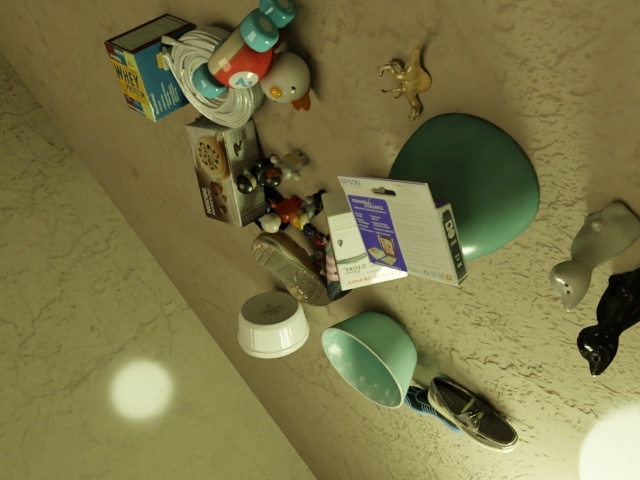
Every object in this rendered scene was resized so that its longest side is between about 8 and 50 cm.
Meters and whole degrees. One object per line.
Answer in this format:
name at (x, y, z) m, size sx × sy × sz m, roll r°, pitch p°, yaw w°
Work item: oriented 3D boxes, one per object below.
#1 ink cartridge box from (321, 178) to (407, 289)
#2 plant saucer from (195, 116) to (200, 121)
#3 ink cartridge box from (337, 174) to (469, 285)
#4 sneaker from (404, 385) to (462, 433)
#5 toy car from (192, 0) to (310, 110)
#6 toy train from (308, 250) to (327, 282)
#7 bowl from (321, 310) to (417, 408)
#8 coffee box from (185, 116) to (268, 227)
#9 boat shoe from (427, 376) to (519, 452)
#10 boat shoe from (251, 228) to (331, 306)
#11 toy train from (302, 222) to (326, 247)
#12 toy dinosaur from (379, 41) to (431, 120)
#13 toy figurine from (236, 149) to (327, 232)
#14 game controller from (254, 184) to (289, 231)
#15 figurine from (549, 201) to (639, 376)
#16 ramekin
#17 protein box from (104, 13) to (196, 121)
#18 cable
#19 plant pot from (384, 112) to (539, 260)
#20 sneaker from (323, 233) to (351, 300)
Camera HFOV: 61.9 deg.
ink cartridge box at (0.109, -0.009, 1.267) m, size 0.100 × 0.172 × 0.237 m, roll -103°, pitch 1°, yaw -50°
plant saucer at (-0.365, -0.288, 1.679) m, size 0.199 × 0.036 × 0.198 m, roll 174°, pitch 90°, yaw -75°
ink cartridge box at (0.143, -0.030, 0.938) m, size 0.206 × 0.045 × 0.208 m, roll 14°, pitch 137°, yaw 47°
sneaker at (0.358, 0.503, 1.652) m, size 0.232 × 0.081 × 0.090 m, roll 22°, pitch 139°, yaw 29°
toy car at (-0.105, -0.362, 1.157) m, size 0.238 × 0.210 × 0.219 m, roll 42°, pitch 135°, yaw -22°
toy train at (0.019, 0.100, 1.677) m, size 0.125 × 0.046 × 0.166 m, roll -19°, pitch 106°, yaw 46°
bowl at (0.170, 0.337, 1.622) m, size 0.312 × 0.163 × 0.311 m, roll 34°, pitch 147°, yaw 26°
coffee box at (-0.271, -0.204, 1.568) m, size 0.168 × 0.119 × 0.296 m, roll 17°, pitch 127°, yaw 35°
boat shoe at (0.424, 0.487, 1.513) m, size 0.285 × 0.103 × 0.092 m, roll 32°, pitch 152°, yaw 40°
boat shoe at (-0.068, 0.074, 1.615) m, size 0.123 × 0.116 × 0.324 m, roll -24°, pitch 122°, yaw 32°
toy train at (0.000, 0.000, 1.587) m, size 0.158 × 0.036 × 0.027 m, roll 39°, pitch 149°, yaw 19°
toy dinosaur at (0.163, -0.311, 0.998) m, size 0.093 × 0.053 × 0.183 m, roll 19°, pitch 149°, yaw 19°
toy figurine at (-0.106, -0.130, 1.465) m, size 0.210 × 0.148 × 0.212 m, roll 2°, pitch 125°, yaw 54°
game controller at (-0.220, -0.149, 1.685) m, size 0.319 × 0.067 × 0.166 m, roll 46°, pitch 151°, yaw 4°
figurine at (0.456, 0.078, 0.868) m, size 0.092 × 0.209 × 0.214 m, roll -5°, pitch 121°, yaw 56°
ramekin at (-0.180, 0.297, 1.971) m, size 0.273 × 0.273 × 0.127 m, roll 22°, pitch 128°, yaw 40°
protein box at (-0.437, -0.473, 1.461) m, size 0.136 × 0.201 × 0.199 m, roll 31°, pitch 146°, yaw 31°
cable at (-0.263, -0.417, 1.372) m, size 0.257 × 0.089 × 0.257 m, roll 14°, pitch 140°, yaw 31°
plant pot at (0.233, -0.067, 1.022) m, size 0.290 × 0.195 × 0.290 m, roll 35°, pitch 148°, yaw 25°
sneaker at (0.059, 0.048, 1.507) m, size 0.131 × 0.112 × 0.318 m, roll 48°, pitch 146°, yaw 24°
